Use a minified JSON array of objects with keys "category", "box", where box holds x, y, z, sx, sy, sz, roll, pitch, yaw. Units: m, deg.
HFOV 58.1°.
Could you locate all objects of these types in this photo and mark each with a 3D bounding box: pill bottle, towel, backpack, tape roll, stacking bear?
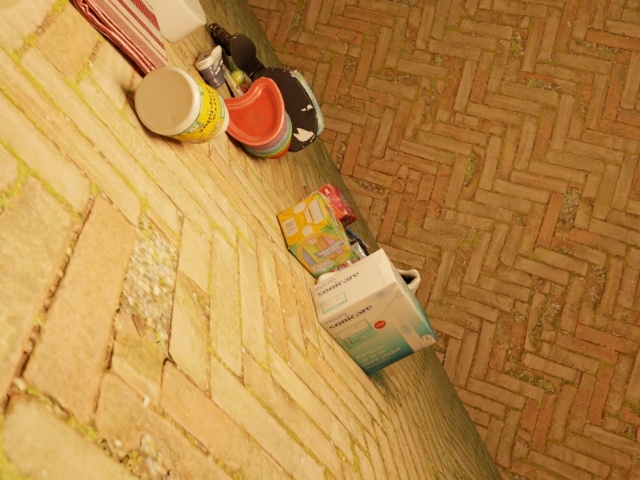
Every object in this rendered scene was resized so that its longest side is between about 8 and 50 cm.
[{"category":"pill bottle","box":[-0.245,-0.242,1.073,0.117,0.117,0.208,61,10,3]},{"category":"towel","box":[-0.405,-0.468,1.156,0.237,0.037,0.329,46,16,-48]},{"category":"backpack","box":[-0.106,-0.440,1.997,0.290,0.273,0.355,61,-13,-3]},{"category":"tape roll","box":[-0.407,-0.645,1.439,0.286,0.100,0.286,57,11,-18]},{"category":"stacking bear","box":[-0.154,-0.309,1.624,0.164,0.175,0.289,60,3,7]},{"category":"backpack","box":[0.146,0.059,2.240,0.114,0.084,0.105,56,7,9]}]

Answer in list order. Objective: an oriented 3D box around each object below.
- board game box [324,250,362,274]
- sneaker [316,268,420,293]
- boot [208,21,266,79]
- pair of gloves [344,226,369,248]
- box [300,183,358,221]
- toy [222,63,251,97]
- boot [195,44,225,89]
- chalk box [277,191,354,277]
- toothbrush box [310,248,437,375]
[{"category":"board game box","box":[0.112,0.151,1.804,0.303,0.097,0.224,42,21,-57]},{"category":"sneaker","box":[0.134,0.109,1.570,0.129,0.297,0.111,114,-30,-49]},{"category":"boot","box":[-0.307,-0.667,1.961,0.229,0.091,0.263,46,-1,18]},{"category":"pair of gloves","box":[0.116,-0.033,2.374,0.159,0.023,0.198,43,-4,-31]},{"category":"box","box":[0.037,-0.108,2.062,0.128,0.122,0.257,61,10,8]},{"category":"toy","box":[-0.262,-0.509,1.893,0.137,0.056,0.237,48,16,-55]},{"category":"boot","box":[-0.305,-0.490,1.637,0.190,0.069,0.086,-86,153,-58]},{"category":"chalk box","box":[0.000,0.000,1.562,0.213,0.132,0.132,49,16,-48]},{"category":"toothbrush box","box":[0.141,0.192,1.493,0.295,0.216,0.126,53,13,-40]}]
